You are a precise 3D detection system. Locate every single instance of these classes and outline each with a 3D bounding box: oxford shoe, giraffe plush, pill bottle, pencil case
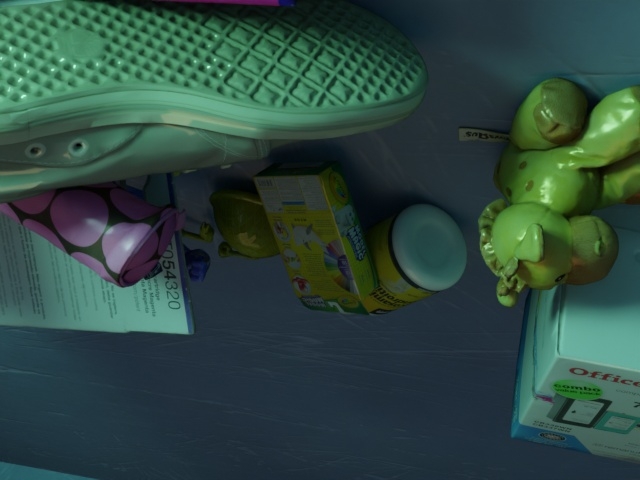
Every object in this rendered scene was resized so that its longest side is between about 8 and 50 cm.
[{"bbox_3d":[-0.130,-0.116,0.798,0.449,0.169,0.130,-9,144,-18],"label":"oxford shoe"},{"bbox_3d":[0.217,-0.031,0.902,0.210,0.170,0.181,-3,149,29],"label":"giraffe plush"},{"bbox_3d":[0.079,0.031,1.155,0.103,0.103,0.184,26,150,-23],"label":"pill bottle"},{"bbox_3d":[-0.224,-0.045,0.861,0.209,0.098,0.095,34,142,7],"label":"pencil case"}]

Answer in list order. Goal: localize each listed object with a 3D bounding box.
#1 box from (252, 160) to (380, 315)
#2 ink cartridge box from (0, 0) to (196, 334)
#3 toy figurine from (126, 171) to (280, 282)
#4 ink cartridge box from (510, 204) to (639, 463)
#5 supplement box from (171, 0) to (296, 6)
[{"bbox_3d":[0.000,0.000,1.092,0.105,0.043,0.179,3,118,42],"label":"box"},{"bbox_3d":[-0.277,-0.072,0.959,0.330,0.071,0.324,1,108,18],"label":"ink cartridge box"},{"bbox_3d":[-0.210,0.020,1.130,0.362,0.217,0.191,23,146,-20],"label":"toy figurine"},{"bbox_3d":[0.335,0.105,1.073,0.198,0.197,0.270,10,152,7],"label":"ink cartridge box"},{"bbox_3d":[-0.122,-0.251,0.712,0.220,0.114,0.111,5,152,14],"label":"supplement box"}]
